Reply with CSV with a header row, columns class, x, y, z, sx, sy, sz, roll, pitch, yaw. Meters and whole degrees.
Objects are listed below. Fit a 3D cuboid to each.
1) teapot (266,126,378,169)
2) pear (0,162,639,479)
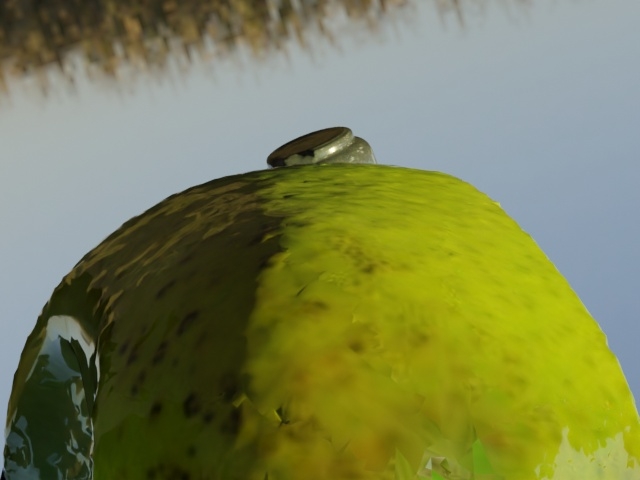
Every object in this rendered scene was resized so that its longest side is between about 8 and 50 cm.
class,x,y,z,sx,sy,sz,roll,pitch,yaw
teapot,0.003,-0.001,0.802,0.049,0.083,0.063,-5,-160,48
pear,-0.004,0.103,0.587,0.159,0.292,0.292,-6,-173,-18
